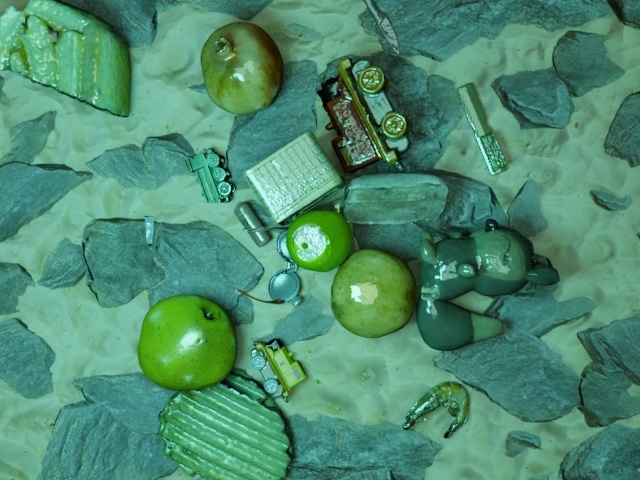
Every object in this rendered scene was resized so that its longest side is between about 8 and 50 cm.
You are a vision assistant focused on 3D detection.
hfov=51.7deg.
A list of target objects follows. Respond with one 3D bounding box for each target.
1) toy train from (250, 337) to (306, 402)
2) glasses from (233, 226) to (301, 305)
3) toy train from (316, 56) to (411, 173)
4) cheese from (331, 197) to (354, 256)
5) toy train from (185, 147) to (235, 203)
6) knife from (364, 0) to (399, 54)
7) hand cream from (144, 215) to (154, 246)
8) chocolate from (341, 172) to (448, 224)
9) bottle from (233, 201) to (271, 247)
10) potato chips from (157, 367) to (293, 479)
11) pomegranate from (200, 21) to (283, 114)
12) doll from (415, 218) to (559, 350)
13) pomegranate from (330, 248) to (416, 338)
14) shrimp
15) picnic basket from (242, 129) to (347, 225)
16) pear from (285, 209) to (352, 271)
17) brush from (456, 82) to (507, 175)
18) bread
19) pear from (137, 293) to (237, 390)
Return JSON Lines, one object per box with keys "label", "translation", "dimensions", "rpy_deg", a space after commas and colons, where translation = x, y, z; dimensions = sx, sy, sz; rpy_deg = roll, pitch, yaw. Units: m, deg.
{"label": "toy train", "translation": [-0.129, 0.374, 1.965], "dimensions": [0.127, 0.089, 0.219], "rpy_deg": [-29, 89, -8]}
{"label": "glasses", "translation": [-0.131, 0.073, 1.874], "dimensions": [0.118, 0.268, 0.234], "rpy_deg": [12, 92, 20]}
{"label": "toy train", "translation": [0.127, -0.343, 1.909], "dimensions": [0.232, 0.163, 0.369], "rpy_deg": [-26, 90, 11]}
{"label": "cheese", "translation": [0.069, -0.031, 1.971], "dimensions": [0.065, 0.043, 0.193], "rpy_deg": [-4, 89, -3]}
{"label": "toy train", "translation": [-0.324, -0.186, 1.974], "dimensions": [0.111, 0.071, 0.170], "rpy_deg": [-20, 91, 12]}
{"label": "knife", "translation": [0.178, -0.664, 1.969], "dimensions": [0.035, 0.018, 0.247], "rpy_deg": [-30, 92, -1]}
{"label": "hand cream", "translation": [-0.520, -0.028, 2.011], "dimensions": [0.030, 0.019, 0.093], "rpy_deg": [-2, 84, 4]}
{"label": "chocolate", "translation": [0.210, -0.131, 1.901], "dimensions": [0.303, 0.185, 0.100], "rpy_deg": [-1, 53, -3]}
{"label": "bottle", "translation": [-0.202, -0.048, 1.975], "dimensions": [0.053, 0.053, 0.140], "rpy_deg": [-35, 89, 3]}
{"label": "potato chips", "translation": [-0.273, 0.576, 1.985], "dimensions": [0.429, 0.070, 0.358], "rpy_deg": [27, 95, 3]}
{"label": "pomegranate", "translation": [-0.228, -0.490, 1.863], "dimensions": [0.229, 0.270, 0.251], "rpy_deg": [-5, 84, 11]}
{"label": "doll", "translation": [0.455, 0.118, 1.898], "dimensions": [0.383, 0.252, 0.378], "rpy_deg": [0, 128, -4]}
{"label": "pomegranate", "translation": [0.147, 0.147, 1.873], "dimensions": [0.261, 0.260, 0.260], "rpy_deg": [0, 91, 2]}
{"label": "shrimp", "translation": [0.351, 0.518, 1.965], "dimensions": [0.217, 0.051, 0.150], "rpy_deg": [-36, 96, -1]}
{"label": "picnic basket", "translation": [-0.063, -0.165, 1.840], "dimensions": [0.228, 0.313, 0.175], "rpy_deg": [-33, 93, 3]}
{"label": "pear", "translation": [0.000, 0.000, 1.849], "dimensions": [0.188, 0.220, 0.187], "rpy_deg": [1, 97, 12]}
{"label": "brush", "translation": [0.477, -0.329, 1.947], "dimensions": [0.054, 0.048, 0.282], "rpy_deg": [-22, 89, 0]}
{"label": "bread", "translation": [-0.706, -0.542, 1.897], "dimensions": [0.395, 0.239, 0.264], "rpy_deg": [22, 92, 0]}
{"label": "pear", "translation": [-0.374, 0.289, 1.883], "dimensions": [0.294, 0.294, 0.294], "rpy_deg": [0, 91, 2]}
